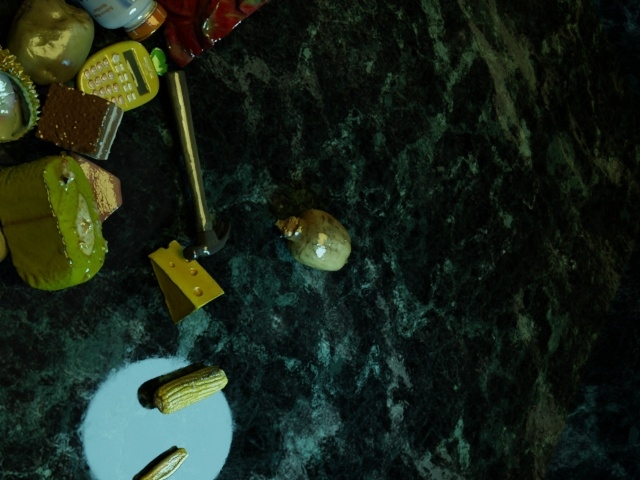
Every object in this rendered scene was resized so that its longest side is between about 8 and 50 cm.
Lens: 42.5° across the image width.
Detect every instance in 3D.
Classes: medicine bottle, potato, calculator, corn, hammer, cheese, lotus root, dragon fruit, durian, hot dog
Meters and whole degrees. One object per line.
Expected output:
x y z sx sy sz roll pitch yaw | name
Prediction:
-0.457 -0.559 1.745 0.288 0.157 0.157 47 60 -33 | medicine bottle
-0.551 -0.406 1.676 0.155 0.137 0.200 22 72 -13 | potato
-0.441 -0.368 1.848 0.235 0.032 0.146 -34 113 -37 | calculator
-0.307 0.352 1.956 0.203 0.072 0.071 -16 101 -44 | corn
-0.302 -0.179 1.940 0.168 0.044 0.439 -28 111 -59 | hammer
-0.329 0.089 1.937 0.093 0.126 0.171 -35 93 -40 | cheese
0.000 0.000 2.204 0.257 0.140 0.154 24 80 -48 | lotus root
-0.263 -0.569 1.828 0.228 0.329 0.286 -48 123 -25 | dragon fruit
-0.647 -0.280 1.586 0.194 0.137 0.237 1 134 -32 | durian
-0.366 0.536 1.925 0.137 0.028 0.044 -36 88 -41 | hot dog

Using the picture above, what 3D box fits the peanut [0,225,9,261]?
-0.710 -0.013 1.529 0.275 0.111 0.125 25 33 -39 | peanut

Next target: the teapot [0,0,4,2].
-0.635 -0.551 1.613 0.166 0.130 0.119 39 77 -1 | teapot

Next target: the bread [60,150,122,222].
-0.492 -0.097 1.774 0.119 0.067 0.192 -4 92 -36 | bread

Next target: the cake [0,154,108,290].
-0.529 -0.036 1.642 0.179 0.156 0.260 -33 111 -71 | cake

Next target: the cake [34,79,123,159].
-0.489 -0.245 1.693 0.135 0.147 0.134 21 98 0 | cake
